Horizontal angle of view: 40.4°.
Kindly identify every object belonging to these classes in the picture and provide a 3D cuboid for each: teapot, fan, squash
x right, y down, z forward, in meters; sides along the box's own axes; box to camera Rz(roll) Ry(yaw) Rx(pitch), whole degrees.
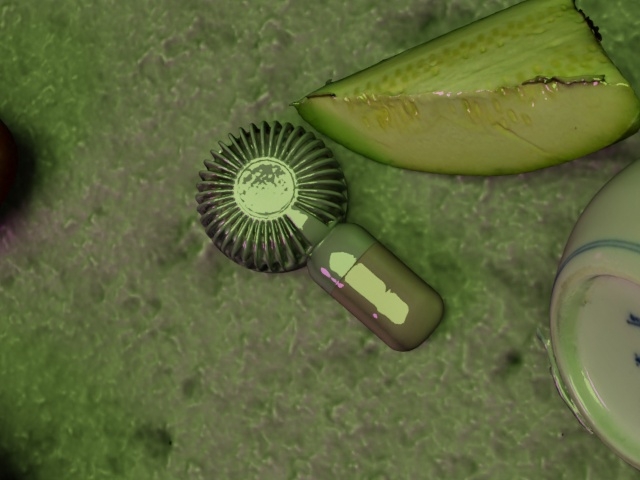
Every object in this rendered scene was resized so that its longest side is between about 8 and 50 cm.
[{"bbox_3d":[0.308,0.042,0.580,0.280,0.252,0.423,-19,102,-22],"label":"teapot"},{"bbox_3d":[0.000,0.000,0.743,0.244,0.074,0.130,42,86,9],"label":"fan"},{"bbox_3d":[0.106,-0.089,0.696,0.252,0.169,0.093,-21,126,13],"label":"squash"}]

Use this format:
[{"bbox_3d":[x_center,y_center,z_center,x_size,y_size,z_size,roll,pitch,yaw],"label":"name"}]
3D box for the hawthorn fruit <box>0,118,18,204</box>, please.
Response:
[{"bbox_3d":[-0.384,-0.054,0.800,0.179,0.179,0.200,36,105,15],"label":"hawthorn fruit"}]
